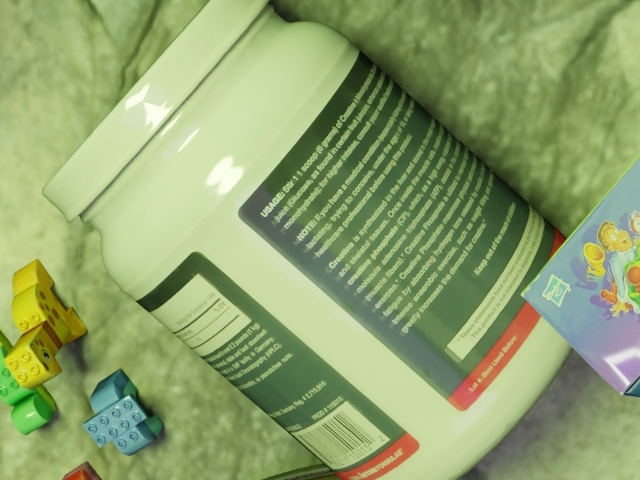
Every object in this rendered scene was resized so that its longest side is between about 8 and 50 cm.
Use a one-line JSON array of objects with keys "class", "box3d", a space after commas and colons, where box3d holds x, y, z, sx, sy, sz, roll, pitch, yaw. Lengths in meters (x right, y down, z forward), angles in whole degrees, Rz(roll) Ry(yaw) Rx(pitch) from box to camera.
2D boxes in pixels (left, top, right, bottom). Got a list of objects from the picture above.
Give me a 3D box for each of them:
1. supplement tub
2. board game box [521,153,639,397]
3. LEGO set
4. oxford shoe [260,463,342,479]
[{"class": "supplement tub", "box3d": [0.000, 0.000, 1.019, 0.272, 0.191, 0.191, 42, 107, -8]}, {"class": "board game box", "box3d": [0.286, -0.062, 0.939, 0.347, 0.233, 0.078, -51, 61, 13]}, {"class": "LEGO set", "box3d": [-0.176, 0.092, 1.117, 0.087, 0.093, 0.227, -33, 102, 14]}, {"class": "oxford shoe", "box3d": [0.046, 0.194, 1.128, 0.227, 0.096, 0.083, 4, 110, 6]}]
